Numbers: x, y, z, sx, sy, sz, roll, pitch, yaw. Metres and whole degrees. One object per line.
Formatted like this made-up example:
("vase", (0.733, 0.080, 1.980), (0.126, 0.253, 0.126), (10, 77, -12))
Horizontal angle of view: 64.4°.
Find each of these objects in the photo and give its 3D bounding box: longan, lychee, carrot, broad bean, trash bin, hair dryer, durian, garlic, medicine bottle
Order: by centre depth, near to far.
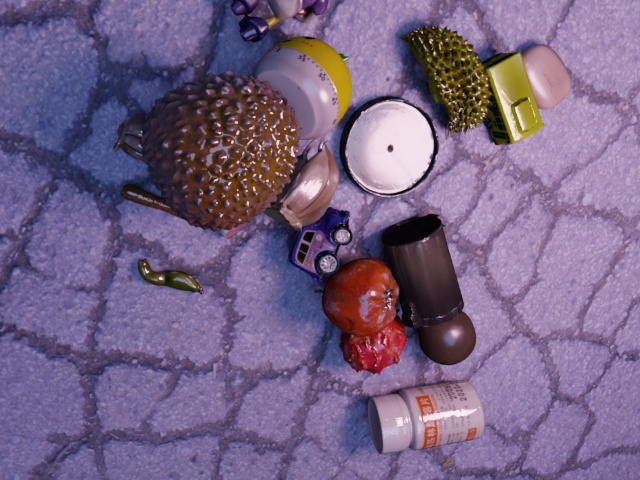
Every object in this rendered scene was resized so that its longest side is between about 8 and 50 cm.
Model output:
("lychee", (-0.252, -0.221, 1.279), (0.432, 0.380, 0.380), (-28, 113, 26))
("garlic", (-0.458, -0.260, 1.392), (0.194, 0.131, 0.127), (31, 132, -28))
("garlic", (-0.064, -0.153, 1.436), (0.210, 0.237, 0.291), (26, 63, 9))
("carrot", (-0.484, -0.111, 1.480), (0.191, 0.047, 0.047), (23, 101, -21))
("durian", (0.381, -0.465, 1.480), (0.158, 0.169, 0.355), (-35, 112, -7))
("hair dryer", (-0.291, -0.091, 1.524), (0.106, 0.054, 0.154), (-42, 106, -1))
("broad bean", (-0.456, 0.117, 1.553), (0.214, 0.048, 0.070), (23, 102, -14))
("trash bin", (0.325, 0.097, 1.624), (0.252, 0.203, 0.301), (-31, 113, -31))
("longan", (0.426, 0.319, 1.724), (0.197, 0.196, 0.220), (-18, 111, -6))
("medicine bottle", (0.368, 0.624, 1.799), (0.372, 0.211, 0.210), (-6, 108, -10))

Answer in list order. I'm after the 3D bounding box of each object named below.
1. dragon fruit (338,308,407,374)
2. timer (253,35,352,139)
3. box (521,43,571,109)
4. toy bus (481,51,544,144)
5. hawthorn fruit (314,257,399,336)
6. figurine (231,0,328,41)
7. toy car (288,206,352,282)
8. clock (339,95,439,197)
("dragon fruit", (0.190, 0.325, 1.680), (0.268, 0.210, 0.205), (-33, 149, -32))
("timer", (-0.022, -0.435, 1.380), (0.285, 0.285, 0.285), (-3, 108, -11))
("box", (0.684, -0.503, 1.570), (0.146, 0.088, 0.200), (-44, 109, 5))
("toy bus", (0.565, -0.423, 1.538), (0.128, 0.150, 0.262), (-29, 109, -3))
("hawthorn fruit", (0.095, 0.170, 1.550), (0.272, 0.242, 0.241), (-5, 114, 33))
("figurine", (-0.037, -0.660, 1.317), (0.421, 0.193, 0.154), (-28, 107, -7))
("toy car", (0.000, 0.000, 1.556), (0.158, 0.172, 0.235), (25, 97, -3))
("clock", (0.213, -0.282, 1.558), (0.313, 0.061, 0.312), (-3, 107, -10))
